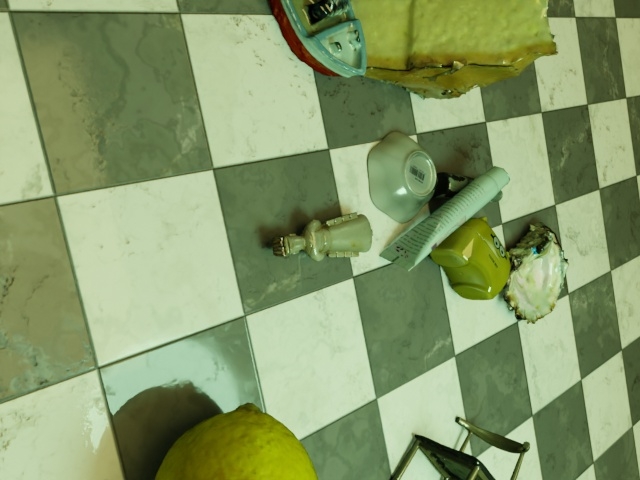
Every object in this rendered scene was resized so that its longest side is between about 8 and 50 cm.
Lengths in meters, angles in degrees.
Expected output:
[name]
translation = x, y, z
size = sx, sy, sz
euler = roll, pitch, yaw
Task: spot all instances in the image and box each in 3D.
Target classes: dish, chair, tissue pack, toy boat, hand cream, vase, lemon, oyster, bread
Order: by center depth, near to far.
[lemon]
translation = -0.119, 0.383, 0.836
size = 0.267, 0.267, 0.268
euler = 2, 87, -38
[toy boat]
translation = -0.005, -0.440, 1.023
size = 0.145, 0.133, 0.332
euler = -36, 110, -34
[bread]
translation = 0.222, -0.413, 1.102
size = 0.278, 0.315, 0.249
euler = 4, 84, -28
[chair]
translation = 0.282, 0.470, 1.187
size = 0.272, 0.188, 0.166
euler = -51, 118, -24
[dish]
translation = 0.183, -0.132, 1.201
size = 0.190, 0.066, 0.191
euler = 2, 87, -38
[hand cream]
translation = 0.265, -0.052, 1.211
size = 0.331, 0.085, 0.058
euler = -35, 132, -23
[tissue pack]
translation = 0.328, 0.034, 1.270
size = 0.178, 0.123, 0.127
euler = 51, 61, -25
[vase]
translation = 0.338, -0.111, 1.323
size = 0.211, 0.059, 0.060
euler = 5, 85, -37
[oyster]
translation = 0.527, 0.075, 1.453
size = 0.198, 0.092, 0.260
euler = 24, 83, -35

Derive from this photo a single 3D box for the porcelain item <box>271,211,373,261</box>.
[porcelain item]
translation = 0.000, 0.000, 1.060
size = 0.213, 0.054, 0.084
euler = -9, 92, -38
